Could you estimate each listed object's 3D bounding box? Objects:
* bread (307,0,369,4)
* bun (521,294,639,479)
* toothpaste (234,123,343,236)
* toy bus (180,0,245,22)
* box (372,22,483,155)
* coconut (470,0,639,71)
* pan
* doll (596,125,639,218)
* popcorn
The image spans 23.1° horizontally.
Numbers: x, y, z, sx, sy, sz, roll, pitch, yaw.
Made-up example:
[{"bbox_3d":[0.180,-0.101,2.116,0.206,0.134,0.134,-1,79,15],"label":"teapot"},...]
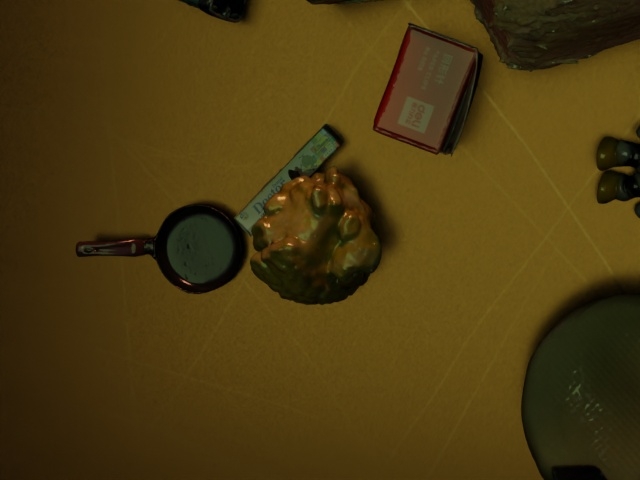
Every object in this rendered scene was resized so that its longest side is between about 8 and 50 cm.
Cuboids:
[{"bbox_3d":[0.056,-0.412,1.828,0.167,0.163,0.264,-6,94,16],"label":"bread"},{"bbox_3d":[0.383,0.203,1.848,0.283,0.179,0.283,-9,72,29],"label":"bun"},{"bbox_3d":[-0.039,-0.076,1.943,0.034,0.046,0.164,45,100,-2],"label":"toothpaste"},{"bbox_3d":[-0.133,-0.413,1.878,0.164,0.133,0.271,19,96,14],"label":"toy bus"},{"bbox_3d":[0.132,-0.174,1.838,0.099,0.182,0.133,19,96,6],"label":"box"},{"bbox_3d":[0.305,-0.411,1.684,0.404,0.404,0.405,1,96,9],"label":"coconut"},{"bbox_3d":[-0.202,0.011,1.978,0.212,0.040,0.115,-1,97,2],"label":"pan"},{"bbox_3d":[0.485,-0.084,1.836,0.316,0.103,0.146,2,101,14],"label":"doll"},{"bbox_3d":[-0.005,-0.007,1.890,0.173,0.142,0.174,-7,126,-9],"label":"popcorn"}]
